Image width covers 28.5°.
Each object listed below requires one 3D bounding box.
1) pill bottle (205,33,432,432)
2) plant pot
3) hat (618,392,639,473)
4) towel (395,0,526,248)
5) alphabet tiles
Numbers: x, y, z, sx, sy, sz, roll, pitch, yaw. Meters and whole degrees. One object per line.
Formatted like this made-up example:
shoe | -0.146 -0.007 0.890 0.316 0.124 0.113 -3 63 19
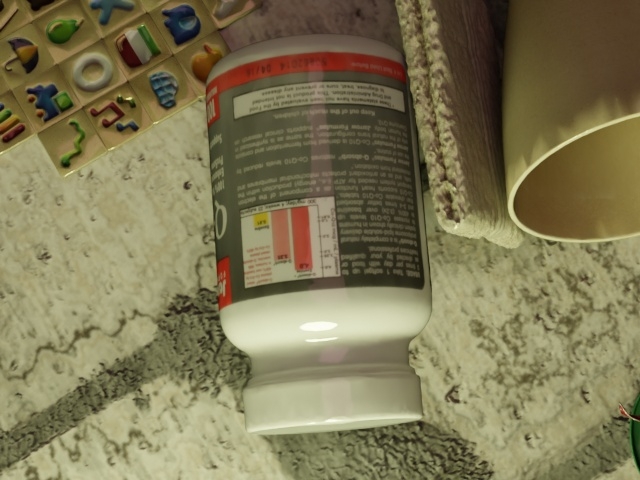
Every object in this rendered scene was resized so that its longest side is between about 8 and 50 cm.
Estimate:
pill bottle | 0.000 0.000 1.233 0.210 0.210 0.363 -4 79 -1
plant pot | 0.284 -0.177 1.270 0.256 0.256 0.274 -10 63 -2
hat | 0.397 0.188 1.211 0.208 0.183 0.173 -28 81 -5
towel | 0.141 -0.135 1.273 0.049 0.187 0.282 -14 79 27
alphabet tiles | -0.252 -0.243 1.382 0.342 0.011 0.285 -31 80 -6
